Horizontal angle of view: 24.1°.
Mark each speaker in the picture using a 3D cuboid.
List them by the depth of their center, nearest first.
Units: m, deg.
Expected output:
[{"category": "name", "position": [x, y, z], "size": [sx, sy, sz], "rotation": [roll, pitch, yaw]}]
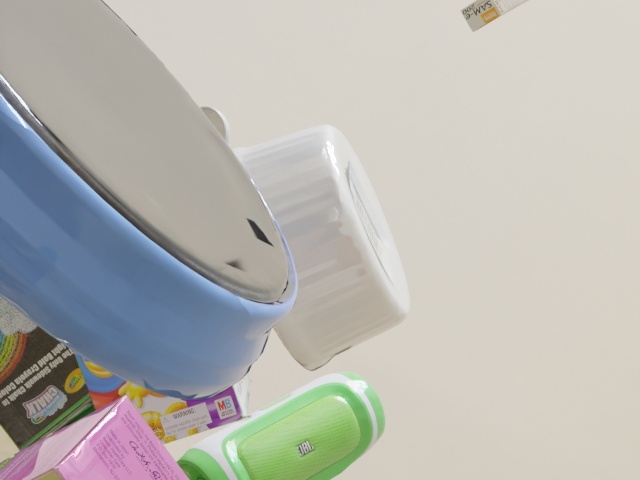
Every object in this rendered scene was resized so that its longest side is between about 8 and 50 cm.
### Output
[{"category": "speaker", "position": [-0.053, 0.284, 2.028], "size": [0.296, 0.131, 0.131], "rotation": [-25, 173, -36]}]

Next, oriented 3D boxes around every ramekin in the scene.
[{"category": "ramekin", "position": [0.000, 0.000, 1.744], "size": [0.135, 0.277, 0.277], "rotation": [-22, -150, 11]}]

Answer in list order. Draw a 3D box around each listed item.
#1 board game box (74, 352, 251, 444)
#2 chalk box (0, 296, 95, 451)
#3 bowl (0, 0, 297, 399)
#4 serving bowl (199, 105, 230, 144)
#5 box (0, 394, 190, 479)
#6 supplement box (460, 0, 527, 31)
[{"category": "board game box", "position": [-0.181, 0.055, 1.508], "size": [0.142, 0.275, 0.144], "rotation": [-18, -172, 2]}, {"category": "chalk box", "position": [-0.425, 0.209, 2.320], "size": [0.180, 0.289, 0.179], "rotation": [-37, 178, -2]}, {"category": "bowl", "position": [-0.160, -0.075, 0.944], "size": [0.077, 0.391, 0.391], "rotation": [-41, -157, 11]}, {"category": "serving bowl", "position": [-0.170, -0.167, 2.330], "size": [0.083, 0.027, 0.083], "rotation": [5, -81, 37]}, {"category": "box", "position": [-0.206, 0.282, 1.259], "size": [0.243, 0.213, 0.117], "rotation": [-30, -170, 33]}, {"category": "supplement box", "position": [0.244, -0.322, 2.014], "size": [0.098, 0.036, 0.062], "rotation": [-33, -176, -37]}]
